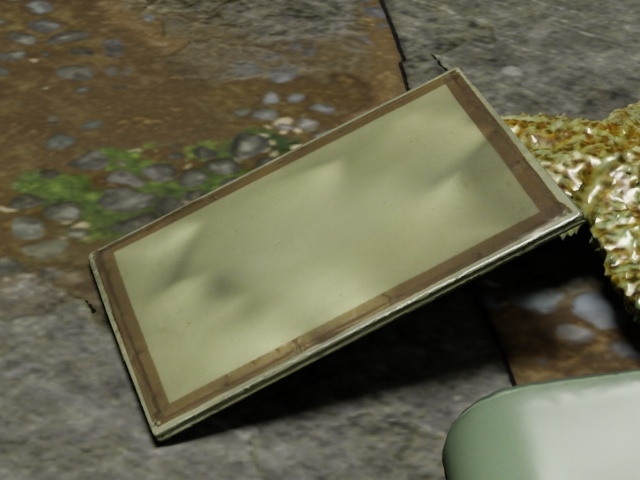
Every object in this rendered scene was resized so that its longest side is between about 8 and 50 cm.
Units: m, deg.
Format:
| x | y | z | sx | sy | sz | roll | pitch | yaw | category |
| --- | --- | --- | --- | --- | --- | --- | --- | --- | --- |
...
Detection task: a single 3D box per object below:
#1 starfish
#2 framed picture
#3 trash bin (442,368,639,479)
| x | y | z | sx | sy | sz | roll | pitch | yaw | category |
| --- | --- | --- | --- | --- | --- | --- | --- | --- | --- |
| 0.158 | -0.034 | 1.021 | 0.347 | 0.078 | 0.358 | 10 | 33 | 20 | starfish |
| 0.000 | 0.000 | 0.938 | 0.231 | 0.010 | 0.173 | -26 | 35 | -1 | framed picture |
| 0.167 | 0.206 | 0.491 | 0.222 | 0.158 | 0.343 | -8 | 46 | 2 | trash bin |
